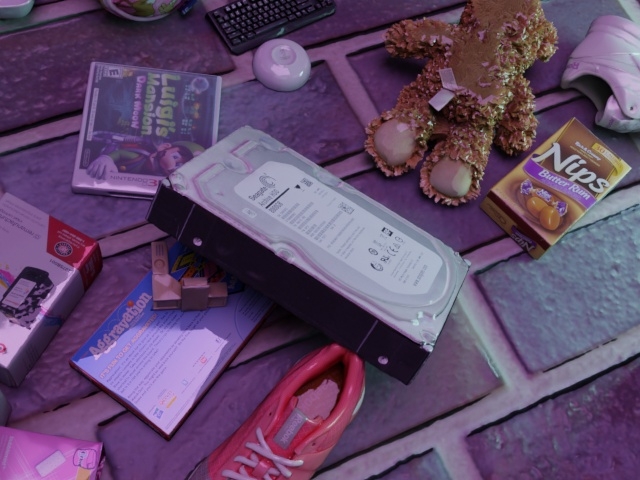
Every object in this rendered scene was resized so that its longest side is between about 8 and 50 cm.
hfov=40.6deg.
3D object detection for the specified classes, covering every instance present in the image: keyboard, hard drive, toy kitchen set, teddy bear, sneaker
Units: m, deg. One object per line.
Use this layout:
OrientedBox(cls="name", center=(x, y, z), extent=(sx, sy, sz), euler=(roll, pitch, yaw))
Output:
OrientedBox(cls="keyboard", center=(-0.075, -0.340, 1.238), extent=(0.180, 0.023, 0.108), euler=(-28, 73, -22))
OrientedBox(cls="hard drive", center=(0.000, 0.000, 1.003), extent=(0.339, 0.064, 0.237), euler=(32, 29, 6))
OrientedBox(cls="toy kitchen set", center=(-0.150, 0.033, 0.988), extent=(0.083, 0.068, 0.075), euler=(-2, 65, -12))
OrientedBox(cls="teddy bear", center=(0.193, -0.204, 1.191), extent=(0.245, 0.113, 0.338), euler=(12, 71, 3))
OrientedBox(cls="sneaker", center=(-0.056, 0.220, 0.910), extent=(0.116, 0.136, 0.314), euler=(34, 64, 8))
OrientedBox(cls="sneaker", center=(0.483, -0.185, 1.238), extent=(0.305, 0.114, 0.152), euler=(37, 78, 13))

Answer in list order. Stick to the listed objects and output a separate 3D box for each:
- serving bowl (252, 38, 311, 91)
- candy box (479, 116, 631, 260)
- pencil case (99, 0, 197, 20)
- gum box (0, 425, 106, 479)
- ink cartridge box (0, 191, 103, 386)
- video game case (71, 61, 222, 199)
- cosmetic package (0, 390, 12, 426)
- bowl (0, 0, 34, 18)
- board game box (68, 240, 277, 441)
OrientedBox(cls="serving bowl", center=(-0.052, -0.248, 1.195), extent=(0.083, 0.027, 0.083), euler=(4, 63, -9))
OrientedBox(cls="candy box", center=(0.318, -0.073, 1.169), extent=(0.187, 0.053, 0.109), euler=(-39, 76, -26))
OrientedBox(cls="pencil case", center=(-0.291, -0.488, 1.194), extent=(0.167, 0.160, 0.386), euler=(-9, 62, -46))
OrientedBox(cls="gum box", center=(-0.292, 0.293, 0.871), extent=(0.107, 0.062, 0.188), euler=(11, 63, -5))
OrientedBox(cls="ink cartridge box", center=(-0.346, 0.055, 0.969), extent=(0.127, 0.072, 0.175), euler=(28, 62, 3))
OrientedBox(cls="video game case", center=(-0.219, -0.140, 1.115), extent=(0.173, 0.022, 0.190), euler=(5, 64, -9))
OrientedBox(cls="cosmetic package", center=(-0.369, 0.172, 0.819), extent=(0.085, 0.231, 0.117), euler=(16, 62, -3))
OrientedBox(cls="bowl", center=(-0.447, -0.352, 1.156), extent=(0.142, 0.053, 0.142), euler=(1, 64, -10))
OrientedBox(cls="board game box", center=(-0.146, 0.080, 1.021), extent=(0.145, 0.027, 0.281), euler=(36, 64, 6))
